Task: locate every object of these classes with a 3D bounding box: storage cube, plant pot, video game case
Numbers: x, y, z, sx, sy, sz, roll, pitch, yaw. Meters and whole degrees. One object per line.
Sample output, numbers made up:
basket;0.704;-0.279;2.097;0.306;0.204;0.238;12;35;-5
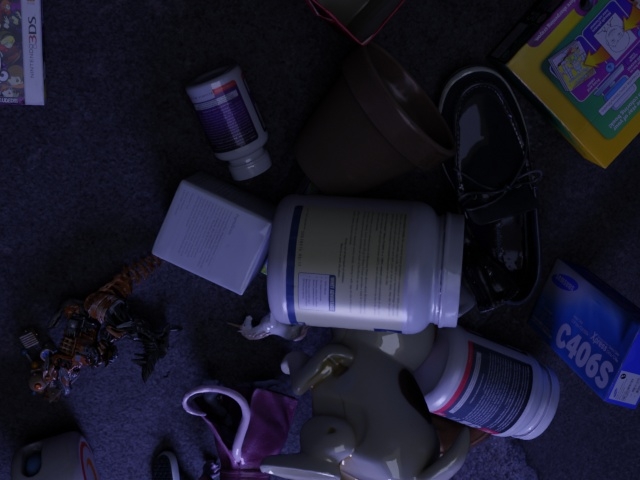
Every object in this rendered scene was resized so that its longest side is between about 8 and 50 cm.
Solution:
storage cube;0.050;-0.472;1.465;0.184;0.193;0.215;37;97;-21
plant pot;0.081;-0.192;1.562;0.229;0.263;0.263;-39;113;22
video game case;-0.589;-0.339;1.457;0.232;0.042;0.210;1;108;-12

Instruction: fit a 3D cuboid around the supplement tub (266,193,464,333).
supplement tub;0.083;0.042;1.514;0.325;0.235;0.235;4;109;8

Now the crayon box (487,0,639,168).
crayon box;0.561;-0.379;1.654;0.313;0.106;0.363;39;98;-22

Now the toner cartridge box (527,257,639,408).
toner cartridge box;0.545;0.175;1.715;0.075;0.348;0.165;18;104;-17

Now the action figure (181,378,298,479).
action figure;-0.138;0.464;1.706;0.248;0.276;0.370;-1;82;6

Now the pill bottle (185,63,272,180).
pill bottle;-0.160;-0.212;1.558;0.108;0.108;0.193;-24;112;-3

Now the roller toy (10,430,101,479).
roller toy;-0.520;0.484;1.684;0.146;0.209;0.191;-16;77;-6

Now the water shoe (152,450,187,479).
water shoe;-0.302;0.538;1.823;0.080;0.073;0.203;-15;101;-53

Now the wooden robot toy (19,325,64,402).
wooden robot toy;-0.536;0.256;1.659;0.076;0.079;0.173;-9;111;-9

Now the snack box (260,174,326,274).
snack box;0.000;0.000;1.687;0.174;0.070;0.207;27;100;-18

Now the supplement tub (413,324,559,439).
supplement tub;0.341;0.299;1.800;0.272;0.191;0.191;23;103;-18

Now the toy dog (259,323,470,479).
toy dog;0.097;0.273;1.650;0.285;0.395;0.407;31;57;-36

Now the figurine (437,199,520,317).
figurine;0.255;0.042;1.671;0.092;0.215;0.209;-30;90;-34

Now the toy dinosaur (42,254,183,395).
toy dinosaur;-0.387;0.160;1.625;0.218;0.164;0.322;36;105;-6

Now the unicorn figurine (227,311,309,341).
unicorn figurine;-0.089;0.164;1.731;0.162;0.060;0.111;27;101;-19

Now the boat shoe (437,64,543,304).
boat shoe;0.345;-0.097;1.683;0.187;0.156;0.500;-14;110;-5

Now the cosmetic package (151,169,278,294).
cosmetic package;-0.183;-0.018;1.574;0.184;0.151;0.151;26;103;1

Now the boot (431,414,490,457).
boot;0.224;0.407;1.866;0.305;0.112;0.115;-7;100;-7
